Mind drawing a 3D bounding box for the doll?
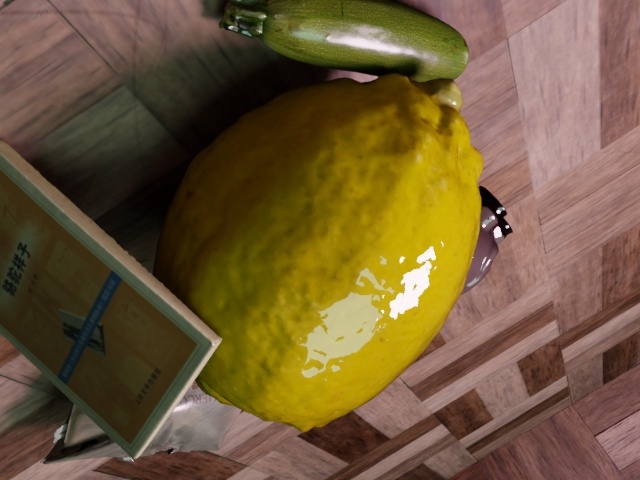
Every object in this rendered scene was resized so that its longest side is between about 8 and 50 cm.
[{"bbox_3d":[0.127,0.036,0.910,0.257,0.117,0.182,-34,145,5],"label":"doll"}]

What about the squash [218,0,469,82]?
[{"bbox_3d":[0.039,-0.175,0.604,0.252,0.066,0.066,-1,137,-36],"label":"squash"}]

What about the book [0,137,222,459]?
[{"bbox_3d":[-0.208,0.055,0.583,0.170,0.242,0.018,-54,172,32],"label":"book"}]

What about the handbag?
[{"bbox_3d":[-0.203,0.211,0.890,0.271,0.117,0.182,4,121,-41],"label":"handbag"}]

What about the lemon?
[{"bbox_3d":[-0.005,0.005,0.637,0.286,0.285,0.315,-2,102,-36],"label":"lemon"}]
